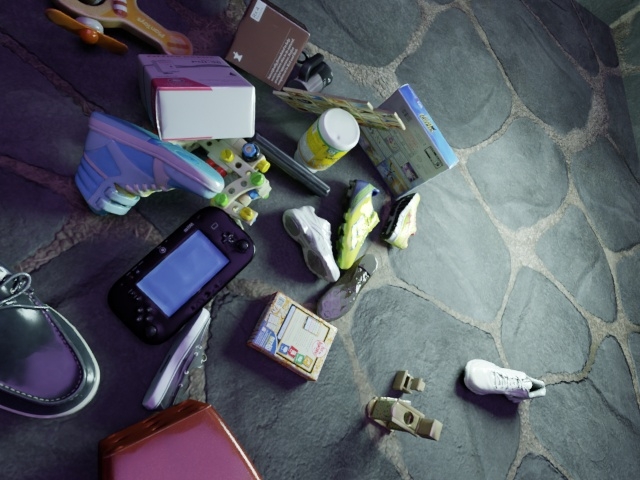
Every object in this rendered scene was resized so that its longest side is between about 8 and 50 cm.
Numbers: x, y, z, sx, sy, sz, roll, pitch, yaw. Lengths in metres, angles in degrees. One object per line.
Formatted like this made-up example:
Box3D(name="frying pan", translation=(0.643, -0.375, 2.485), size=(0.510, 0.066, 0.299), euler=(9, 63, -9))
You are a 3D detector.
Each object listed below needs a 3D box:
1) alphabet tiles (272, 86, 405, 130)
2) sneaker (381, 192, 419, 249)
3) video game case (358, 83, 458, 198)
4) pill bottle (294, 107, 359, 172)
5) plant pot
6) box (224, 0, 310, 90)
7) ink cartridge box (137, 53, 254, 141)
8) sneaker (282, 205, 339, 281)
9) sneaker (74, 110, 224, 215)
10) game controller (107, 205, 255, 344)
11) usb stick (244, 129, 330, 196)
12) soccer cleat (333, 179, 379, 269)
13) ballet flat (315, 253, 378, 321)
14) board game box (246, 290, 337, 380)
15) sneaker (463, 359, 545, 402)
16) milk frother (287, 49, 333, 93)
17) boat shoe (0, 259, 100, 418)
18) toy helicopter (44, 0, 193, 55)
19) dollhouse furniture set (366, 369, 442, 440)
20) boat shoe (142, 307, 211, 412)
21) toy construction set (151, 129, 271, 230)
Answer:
Box3D(name="alphabet tiles", translation=(0.055, -0.355, 1.163), size=(0.342, 0.285, 0.011), euler=(16, 97, 18))
Box3D(name="sneaker", translation=(0.268, -0.060, 1.341), size=(0.094, 0.081, 0.209), euler=(40, 65, -21))
Box3D(name="video game case", translation=(0.250, -0.292, 1.299), size=(0.061, 0.244, 0.270), euler=(-36, 94, -34))
Box3D(name="pill bottle", translation=(0.007, -0.264, 1.172), size=(0.117, 0.208, 0.118), euler=(9, 71, -26))
Box3D(name="plant pot", translation=(-0.262, 0.437, 0.754), size=(0.267, 0.267, 0.236), euler=(-18, 86, -33))
Box3D(name="box", translation=(-0.145, -0.544, 1.155), size=(0.166, 0.169, 0.203), euler=(25, 27, -21))
Box3D(name="ink cartridge box", translation=(-0.295, -0.338, 0.979), size=(0.207, 0.117, 0.283), euler=(-11, 38, -26))
Box3D(name="sneaker", translation=(0.000, 0.000, 1.158), size=(0.115, 0.090, 0.232), euler=(-30, 91, -37))
Box3D(name="sneaker", translation=(-0.376, -0.118, 0.913), size=(0.318, 0.127, 0.208), euler=(28, 98, 7))
Box3D(name="game controller", translation=(-0.300, 0.071, 0.936), size=(0.319, 0.067, 0.166), euler=(-45, 101, -16))
Box3D(name="usb stick", translation=(-0.085, -0.207, 1.162), size=(0.278, 0.077, 0.045), euler=(34, 93, -27))
Box3D(name="soccer cleat", translation=(0.113, -0.048, 1.226), size=(0.121, 0.093, 0.289), euler=(16, 64, -10))
Box3D(name="ballet flat", translation=(0.072, 0.131, 1.181), size=(0.084, 0.058, 0.250), euler=(45, 63, -6))
Box3D(name="board game box", translation=(-0.067, 0.241, 1.065), size=(0.193, 0.045, 0.147), euler=(36, 60, -15))
Box3D(name="sneaker", translation=(0.575, 0.439, 1.325), size=(0.291, 0.118, 0.110), euler=(18, 68, -22))
Box3D(name="milk frother", translation=(-0.058, -0.507, 1.294), size=(0.143, 0.129, 0.135), euler=(21, 54, 27))
Box3D(name="boat shoe", translation=(-0.600, 0.124, 0.739), size=(0.500, 0.156, 0.187), euler=(50, 56, -8))
Box3D(name="toy helicopter", translation=(-0.485, -0.540, 1.030), size=(0.354, 0.140, 0.235), euler=(29, 64, -21))
Box3D(name="dollhouse furniture set", translation=(0.228, 0.406, 1.098), size=(0.101, 0.182, 0.161), euler=(36, 61, -15))
Box3D(name="boat shoe", translation=(-0.289, 0.261, 0.916), size=(0.076, 0.080, 0.229), euler=(36, 61, -22))
Box3D(name="toy construction set", translation=(-0.255, -0.174, 1.045), size=(0.327, 0.151, 0.215), euler=(41, 82, -5))
